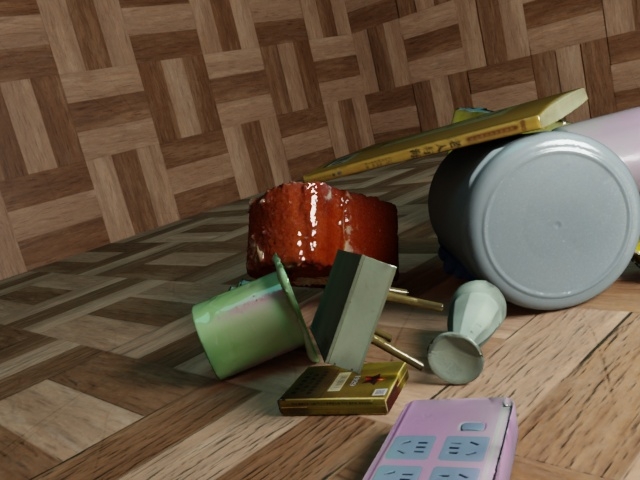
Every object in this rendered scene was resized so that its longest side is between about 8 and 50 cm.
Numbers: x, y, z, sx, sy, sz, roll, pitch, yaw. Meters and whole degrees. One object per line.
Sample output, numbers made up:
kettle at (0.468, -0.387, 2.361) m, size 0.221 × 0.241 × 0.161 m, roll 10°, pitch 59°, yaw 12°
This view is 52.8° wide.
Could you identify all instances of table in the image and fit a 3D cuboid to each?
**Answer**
table at (0.064, 0.087, 0.790) m, size 0.111 × 0.121 × 0.240 m, roll 19°, pitch 0°, yaw -4°

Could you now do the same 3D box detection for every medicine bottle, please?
medicine bottle at (0.556, -0.134, 1.167) m, size 0.316 × 0.202 × 0.202 m, roll -14°, pitch 12°, yaw -1°

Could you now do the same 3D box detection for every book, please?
book at (0.192, -0.162, 1.010) m, size 0.389 × 0.032 × 0.269 m, roll -9°, pitch 13°, yaw 38°

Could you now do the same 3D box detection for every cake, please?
cake at (0.000, 0.000, 1.082) m, size 0.283 × 0.150 × 0.177 m, roll 9°, pitch -12°, yaw -41°

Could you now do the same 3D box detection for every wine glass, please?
wine glass at (0.175, 0.109, 0.775) m, size 0.073 × 0.073 × 0.155 m, roll -7°, pitch 16°, yaw 28°

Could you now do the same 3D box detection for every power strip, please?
power strip at (0.085, 0.202, 0.504) m, size 0.109 × 0.037 × 0.279 m, roll -8°, pitch 13°, yaw 26°

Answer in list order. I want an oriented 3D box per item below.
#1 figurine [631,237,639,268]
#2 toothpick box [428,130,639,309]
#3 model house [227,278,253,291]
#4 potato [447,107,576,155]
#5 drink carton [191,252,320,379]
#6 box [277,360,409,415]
figurine at (0.532, -0.058, 0.864) m, size 0.263 × 0.143 × 0.162 m, roll -45°, pitch 18°, yaw 9°
toothpick box at (0.286, -0.041, 0.993) m, size 0.263 × 0.263 × 0.354 m, roll -13°, pitch 11°, yaw 1°
model house at (-0.139, 0.108, 1.195) m, size 0.083 × 0.057 × 0.058 m, roll 7°, pitch 41°, yaw 6°
potato at (0.469, -0.144, 1.391) m, size 0.330 × 0.212 × 0.280 m, roll 9°, pitch 3°, yaw -44°
drink carton at (-0.096, 0.114, 0.903) m, size 0.142 × 0.146 × 0.144 m, roll -23°, pitch 13°, yaw -4°
box at (0.028, 0.172, 0.751) m, size 0.133 × 0.023 × 0.090 m, roll -8°, pitch 14°, yaw 24°
